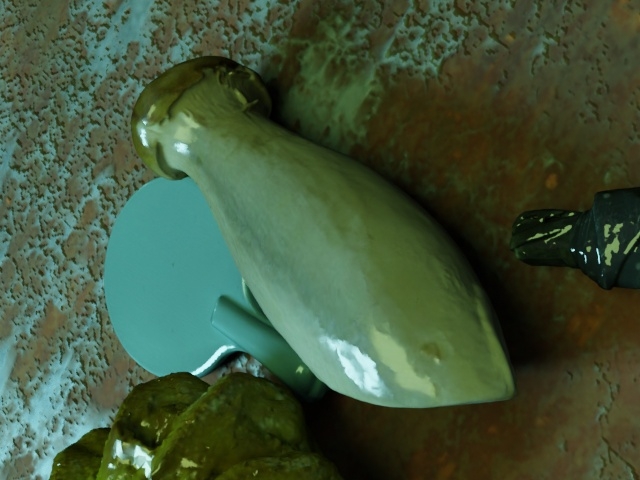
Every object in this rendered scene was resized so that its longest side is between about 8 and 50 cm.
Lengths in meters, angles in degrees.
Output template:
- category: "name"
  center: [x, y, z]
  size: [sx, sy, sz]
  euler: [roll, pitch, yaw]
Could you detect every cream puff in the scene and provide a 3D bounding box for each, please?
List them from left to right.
- category: "cream puff"
  center: [-0.082, 0.205, 0.883]
  size: [0.244, 0.196, 0.244]
  euler: [45, 147, 41]

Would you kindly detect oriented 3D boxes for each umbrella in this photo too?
- category: "umbrella"
  center: [0.214, 0.004, 0.752]
  size: [0.236, 0.059, 0.066]
  euler: [0, 70, 35]

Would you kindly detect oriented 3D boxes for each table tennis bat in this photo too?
- category: "table tennis bat"
  center: [-0.079, 0.045, 0.975]
  size: [0.244, 0.040, 0.152]
  euler: [31, 107, 37]

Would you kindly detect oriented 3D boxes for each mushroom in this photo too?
- category: "mushroom"
  center: [0.000, 0.000, 0.867]
  size: [0.350, 0.128, 0.128]
  euler: [45, 112, 32]
